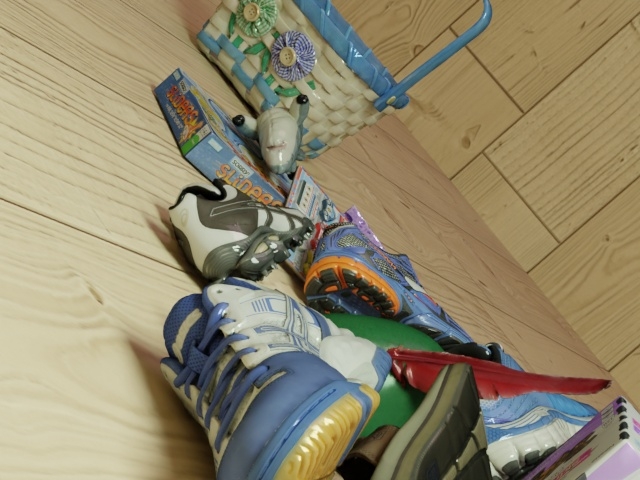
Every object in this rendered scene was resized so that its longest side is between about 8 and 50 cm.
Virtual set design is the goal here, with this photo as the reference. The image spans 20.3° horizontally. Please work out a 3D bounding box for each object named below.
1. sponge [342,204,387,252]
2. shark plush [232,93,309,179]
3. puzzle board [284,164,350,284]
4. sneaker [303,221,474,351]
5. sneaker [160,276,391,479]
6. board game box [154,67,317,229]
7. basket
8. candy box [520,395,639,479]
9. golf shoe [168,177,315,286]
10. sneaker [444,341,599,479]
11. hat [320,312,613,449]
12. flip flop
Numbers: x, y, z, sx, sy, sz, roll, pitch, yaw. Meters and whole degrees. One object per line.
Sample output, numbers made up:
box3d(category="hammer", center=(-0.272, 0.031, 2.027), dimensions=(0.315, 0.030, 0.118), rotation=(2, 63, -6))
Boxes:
box3d(category="sponge", center=(0.083, 0.061, 1.759), dimensions=(0.210, 0.031, 0.117), rotation=(54, 0, 4))
box3d(category="shark plush", center=(-0.041, -0.087, 1.694), dimensions=(0.161, 0.073, 0.067), rotation=(121, -48, -82))
box3d(category="puzzle board", center=(0.000, 0.000, 1.621), dimensions=(0.096, 0.011, 0.128), rotation=(50, 30, -24))
box3d(category="sneaker", center=(0.071, 0.055, 1.599), dimensions=(0.221, 0.083, 0.087), rotation=(43, 36, -39))
box3d(category="sneaker", center=(-0.042, 0.090, 1.007), dimensions=(0.131, 0.112, 0.296), rotation=(34, 5, 1))
box3d(category="board game box", center=(-0.065, -0.062, 1.668), dimensions=(0.201, 0.035, 0.136), rotation=(42, 11, -35))
box3d(category="basket", center=(0.025, -0.253, 2.078), dimensions=(0.255, 0.289, 0.201), rotation=(49, 3, 23))
box3d(category="candy box", center=(0.187, 0.206, 1.326), dimensions=(0.070, 0.165, 0.196), rotation=(48, 9, 2))
box3d(category="golf shoe", center=(-0.062, -0.013, 1.355), dimensions=(0.094, 0.077, 0.198), rotation=(48, 8, 0))
box3d(category="sneaker", center=(0.167, 0.152, 1.579), dimensions=(0.147, 0.129, 0.330), rotation=(54, 10, 18))
box3d(category="hat", center=(0.070, 0.070, 1.281), dimensions=(0.208, 0.183, 0.173), rotation=(49, 9, 1))
box3d(category="flip flop", center=(0.043, 0.155, 1.048), dimensions=(0.277, 0.080, 0.112), rotation=(-47, 129, -59))
